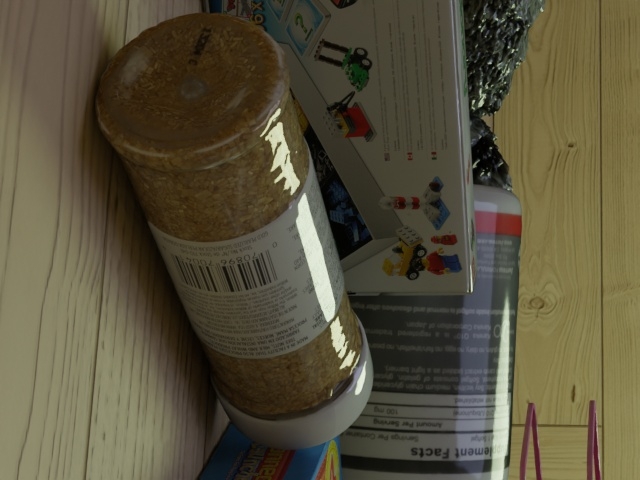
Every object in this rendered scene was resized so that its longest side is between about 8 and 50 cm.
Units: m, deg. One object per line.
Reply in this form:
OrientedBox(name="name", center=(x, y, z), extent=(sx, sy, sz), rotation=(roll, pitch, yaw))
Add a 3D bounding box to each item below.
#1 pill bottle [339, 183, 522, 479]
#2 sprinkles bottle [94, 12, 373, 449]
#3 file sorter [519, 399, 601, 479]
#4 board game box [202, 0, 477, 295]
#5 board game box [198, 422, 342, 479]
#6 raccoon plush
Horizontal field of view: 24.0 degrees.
OrientedBox(name="pill bottle", center=(0.068, 0.130, 1.350), extent=(0.210, 0.210, 0.363), rotation=(4, 90, -78))
OrientedBox(name="sprinkles bottle", center=(-0.047, 0.009, 1.025), extent=(0.355, 0.121, 0.121), rotation=(74, 19, -52))
OrientedBox(name="file sorter", center=(0.165, 0.288, 1.644), extent=(0.202, 0.290, 0.182), rotation=(-62, 146, -67))
OrientedBox(name="board game box", center=(0.017, -0.103, 1.169), extent=(0.053, 0.193, 0.305), rotation=(-66, 153, -63))
OrientedBox(name="board game box", center=(-0.044, 0.327, 1.109), extent=(0.308, 0.086, 0.302), rotation=(-60, 148, -68))
OrientedBox(name="raccoon plush", center=(0.248, -0.248, 1.795), extent=(0.446, 0.299, 0.216), rotation=(67, 20, -8))
